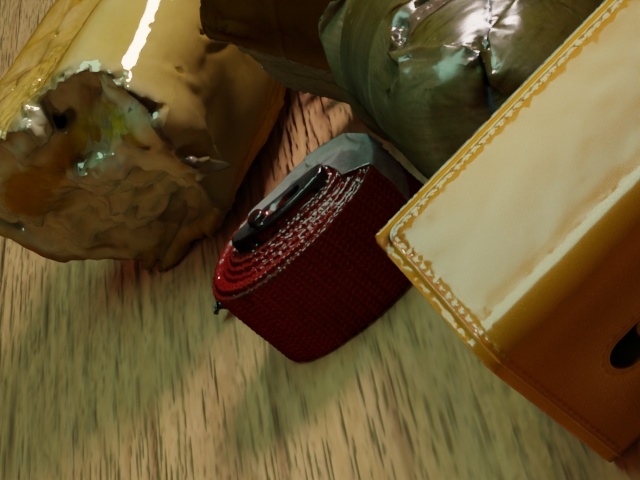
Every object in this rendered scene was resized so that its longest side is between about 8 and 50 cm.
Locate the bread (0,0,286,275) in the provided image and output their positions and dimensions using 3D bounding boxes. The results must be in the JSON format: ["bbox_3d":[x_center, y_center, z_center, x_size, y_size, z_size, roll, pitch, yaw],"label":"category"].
[{"bbox_3d":[-0.160,-0.166,1.852,0.361,0.250,0.394,-25,30,49],"label":"bread"}]

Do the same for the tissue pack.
[{"bbox_3d":[0.210,-0.019,1.137,0.274,0.194,0.145,-46,46,8],"label":"tissue pack"}]

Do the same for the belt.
[{"bbox_3d":[0.000,0.000,1.522,0.201,0.124,0.128,-42,29,15],"label":"belt"}]

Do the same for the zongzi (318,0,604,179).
[{"bbox_3d":[0.208,-0.174,1.328,0.393,0.174,0.356,-24,19,0],"label":"zongzi"}]

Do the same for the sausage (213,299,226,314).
[{"bbox_3d":[-0.032,0.000,1.678,0.198,0.025,0.028,-45,-18,10],"label":"sausage"}]

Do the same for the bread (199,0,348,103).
[{"bbox_3d":[0.025,-0.265,1.609,0.250,0.225,0.279,18,97,46],"label":"bread"}]
